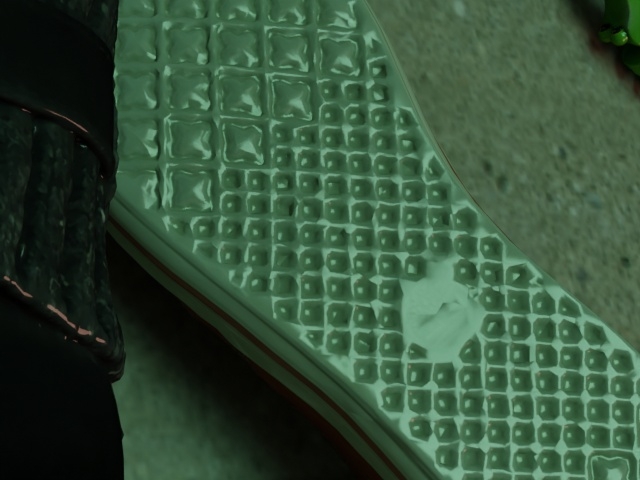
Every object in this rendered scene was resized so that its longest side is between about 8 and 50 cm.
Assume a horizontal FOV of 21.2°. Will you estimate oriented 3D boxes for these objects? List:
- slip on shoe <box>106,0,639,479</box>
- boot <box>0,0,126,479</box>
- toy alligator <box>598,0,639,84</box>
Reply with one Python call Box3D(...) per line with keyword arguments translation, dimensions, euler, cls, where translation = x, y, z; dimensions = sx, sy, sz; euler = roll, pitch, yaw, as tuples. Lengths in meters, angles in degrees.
Box3D(translation=(0.000, 0.000, 0.596), dimensions=(0.123, 0.101, 0.331), euler=(-41, 86, -19), cls="slip on shoe")
Box3D(translation=(-0.183, -0.025, 0.405), dimensions=(0.348, 0.131, 0.260), euler=(12, 68, -49), cls="boot")
Box3D(translation=(0.161, -0.102, 0.822), dimensions=(0.190, 0.056, 0.051), euler=(32, 91, -27), cls="toy alligator")
